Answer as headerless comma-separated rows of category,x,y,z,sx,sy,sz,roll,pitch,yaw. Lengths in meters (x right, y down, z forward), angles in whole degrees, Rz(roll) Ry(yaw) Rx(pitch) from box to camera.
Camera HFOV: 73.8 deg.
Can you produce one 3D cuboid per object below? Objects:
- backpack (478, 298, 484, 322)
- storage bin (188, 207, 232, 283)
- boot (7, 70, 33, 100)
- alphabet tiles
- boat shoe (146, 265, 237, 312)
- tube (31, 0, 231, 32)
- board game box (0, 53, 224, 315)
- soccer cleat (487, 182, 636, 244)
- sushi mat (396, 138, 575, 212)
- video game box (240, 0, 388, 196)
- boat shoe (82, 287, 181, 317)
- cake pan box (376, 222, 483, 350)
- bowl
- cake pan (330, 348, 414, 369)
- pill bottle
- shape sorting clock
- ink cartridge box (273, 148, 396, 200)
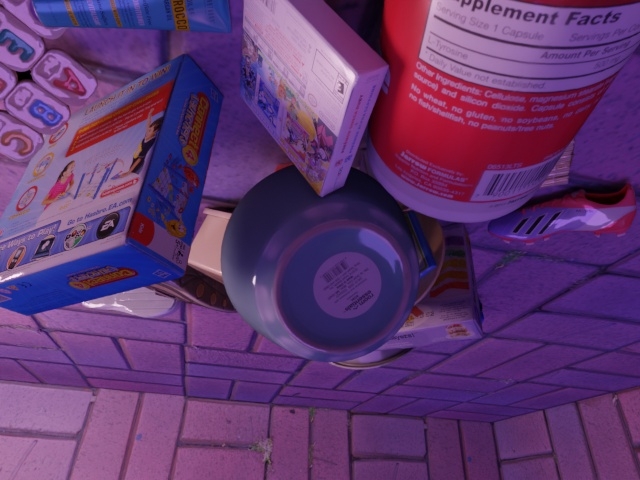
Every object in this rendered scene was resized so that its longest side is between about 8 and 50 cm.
backpack,0.395,0.213,1.173,0.101,0.120,0.097,-2,147,8
storage bin,-0.095,0.064,0.863,0.263,0.123,0.260,12,162,42
boot,-0.452,-0.199,0.569,0.099,0.121,0.045,5,153,4
alphabet tiles,-0.435,-0.221,0.496,0.284,0.021,0.278,-41,135,10
boat shoe,-0.337,0.076,1.019,0.356,0.132,0.130,32,148,-26
tube,-0.210,-0.275,0.490,0.207,0.052,0.080,-6,156,-11
board game box,-0.299,-0.072,0.588,0.309,0.301,0.086,-14,145,25
soccer cleat,0.446,-0.052,0.801,0.248,0.083,0.095,-3,119,18
sushi mat,0.271,-0.112,0.753,0.317,0.019,0.151,-11,145,20
video game box,-0.024,-0.184,0.500,0.048,0.205,0.187,-26,158,-28
boat shoe,-0.510,0.157,1.182,0.303,0.108,0.094,3,165,16
cake pan box,0.183,0.098,0.883,0.267,0.245,0.070,-15,130,28
bowl,0.013,0.045,0.609,0.312,0.310,0.163,10,-170,-12
cake pan,0.108,0.172,1.004,0.294,0.293,0.054,-9,121,17
pill bottle,0.173,-0.215,0.393,0.230,0.228,0.407,2,148,1
shape sorting clock,0.144,0.038,0.787,0.040,0.206,0.206,30,139,-33
ink cartridge box,0.027,-0.084,0.737,0.199,0.067,0.115,-8,126,16
